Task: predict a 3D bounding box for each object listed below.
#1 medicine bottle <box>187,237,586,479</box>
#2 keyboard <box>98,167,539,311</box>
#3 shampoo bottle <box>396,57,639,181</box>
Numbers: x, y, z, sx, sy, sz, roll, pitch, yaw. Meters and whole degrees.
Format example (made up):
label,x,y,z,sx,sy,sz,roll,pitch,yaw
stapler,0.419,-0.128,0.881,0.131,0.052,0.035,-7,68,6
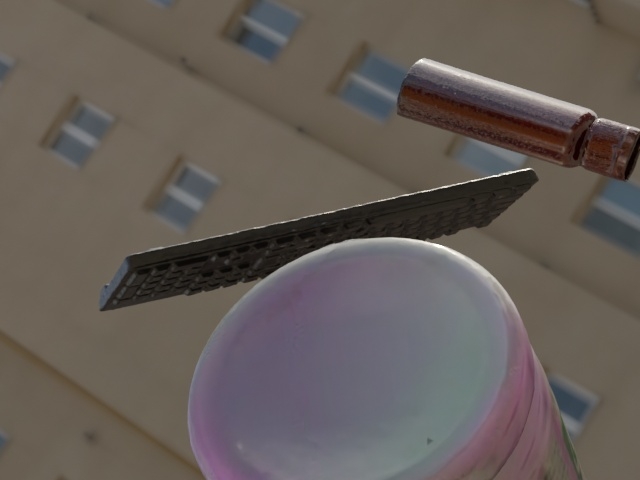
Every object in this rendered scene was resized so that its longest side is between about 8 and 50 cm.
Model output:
label,x,y,z,sx,sy,sz,roll,pitch,yaw
medicine bottle,0.064,0.171,1.172,0.212,0.212,0.325,-48,-38,-20
keyboard,0.000,0.000,1.267,0.310,0.018,0.101,-12,-14,-24
shampoo bottle,0.218,-0.129,1.990,0.102,0.260,0.064,-36,-38,-60
